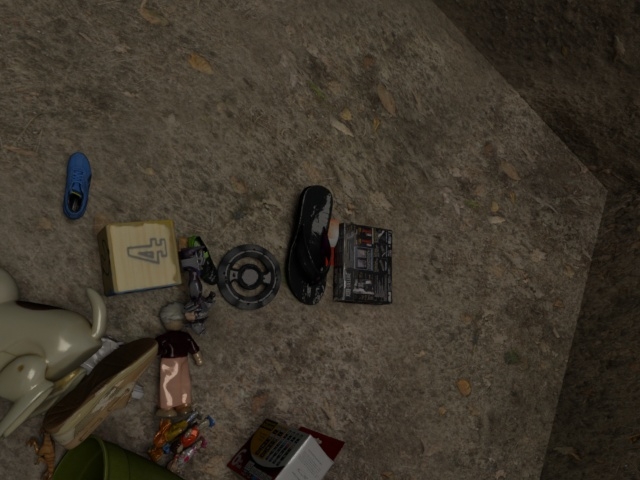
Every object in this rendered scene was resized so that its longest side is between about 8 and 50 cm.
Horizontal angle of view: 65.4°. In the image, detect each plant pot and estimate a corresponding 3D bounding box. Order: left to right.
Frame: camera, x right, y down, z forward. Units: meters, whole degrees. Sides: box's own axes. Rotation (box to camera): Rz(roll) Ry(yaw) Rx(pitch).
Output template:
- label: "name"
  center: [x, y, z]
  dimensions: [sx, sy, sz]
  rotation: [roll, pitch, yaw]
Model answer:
- label: "plant pot"
  center: [-0.511, 0.745, 1.327]
  dimensions: [0.353, 0.366, 0.367]
  rotation: [32, 67, -35]

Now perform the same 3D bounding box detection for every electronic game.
- label: "electronic game"
  center: [-0.247, 0.127, 1.737]
  dimensions: [0.229, 0.048, 0.230]
  rotation: [3, 82, -23]

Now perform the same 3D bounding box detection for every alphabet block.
- label: "alphabet block"
  center: [-0.542, 0.053, 1.487]
  dimensions: [0.193, 0.192, 0.197]
  rotation: [-7, 85, -34]

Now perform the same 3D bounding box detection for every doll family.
- label: "doll family"
  center: [-0.428, 0.592, 1.483]
  dimensions: [0.118, 0.263, 0.163]
  rotation: [43, 47, 21]

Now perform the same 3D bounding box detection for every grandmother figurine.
- label: "grandmother figurine"
  center: [-0.459, 0.361, 1.548]
  dimensions: [0.207, 0.103, 0.343]
  rotation: [16, 69, -57]

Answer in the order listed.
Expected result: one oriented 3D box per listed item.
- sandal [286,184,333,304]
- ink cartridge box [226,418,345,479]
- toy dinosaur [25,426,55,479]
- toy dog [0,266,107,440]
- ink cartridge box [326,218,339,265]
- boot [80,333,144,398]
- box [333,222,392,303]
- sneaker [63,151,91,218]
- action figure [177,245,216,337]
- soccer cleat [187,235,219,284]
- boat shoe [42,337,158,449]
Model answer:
- label: "sandal"
  center: [-0.028, 0.019, 1.822]
  dimensions: [0.167, 0.107, 0.446]
  rotation: [3, 93, -30]
- label: "ink cartridge box"
  center: [-0.112, 0.680, 1.577]
  dimensions: [0.272, 0.309, 0.130]
  rotation: [-45, 105, -29]
- label: "toy dinosaur"
  center: [-0.731, 0.546, 1.332]
  dimensions: [0.064, 0.112, 0.212]
  rotation: [-24, 132, -50]
- label: "toy dog"
  center: [-0.788, 0.221, 1.237]
  dimensions: [0.407, 0.284, 0.395]
  rotation: [39, 94, 1]
- label: "ink cartridge box"
  center: [0.000, 0.000, 1.911]
  dimensions: [0.145, 0.045, 0.180]
  rotation: [7, 76, -30]
- label: "boot"
  center: [-0.604, 0.354, 1.454]
  dimensions: [0.258, 0.095, 0.123]
  rotation: [37, 72, -20]
- label: "box"
  center: [0.172, 0.097, 1.980]
  dimensions: [0.242, 0.076, 0.308]
  rotation: [7, 79, -30]
- label: "sneaker"
  center: [-0.719, -0.167, 1.478]
  dimensions: [0.069, 0.082, 0.210]
  rotation: [7, 77, -28]
- label: "action figure"
  center: [-0.384, 0.162, 1.549]
  dimensions: [0.099, 0.185, 0.285]
  rotation: [-8, 89, -5]
- label: "soccer cleat"
  center: [-0.385, 0.067, 1.647]
  dimensions: [0.060, 0.072, 0.179]
  rotation: [-29, 98, -31]
- label: "boat shoe"
  center: [-0.575, 0.406, 1.359]
  dimensions: [0.341, 0.121, 0.110]
  rotation: [-43, 126, -33]
